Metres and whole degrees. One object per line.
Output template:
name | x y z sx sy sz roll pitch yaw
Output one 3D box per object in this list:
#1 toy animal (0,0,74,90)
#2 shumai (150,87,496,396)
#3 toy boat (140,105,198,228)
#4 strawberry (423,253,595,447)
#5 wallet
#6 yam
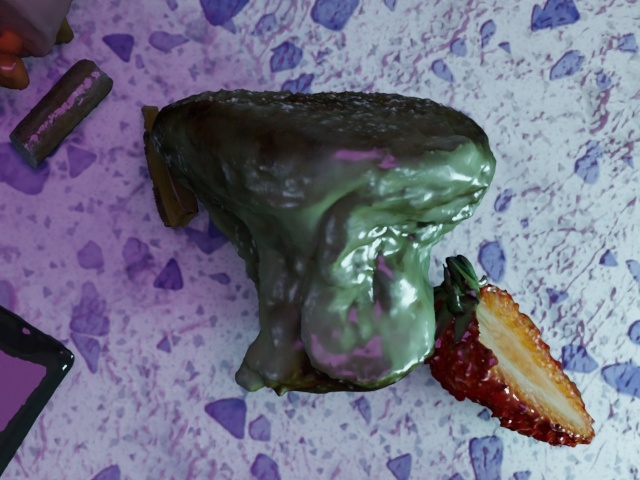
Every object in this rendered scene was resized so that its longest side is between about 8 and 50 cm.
toy animal | -0.320 -0.318 1.511 0.169 0.195 0.281 26 76 33
shumai | 0.000 0.000 1.457 0.324 0.397 0.323 -10 106 -40
toy boat | -0.178 -0.086 1.557 0.047 0.049 0.149 -6 78 -45
strawberry | 0.195 0.146 1.558 0.106 0.188 0.286 -32 109 26
wallet | -0.437 0.228 1.437 0.197 0.051 0.377 32 74 -8
yam | -0.295 -0.145 1.537 0.054 0.054 0.132 41 75 -4
